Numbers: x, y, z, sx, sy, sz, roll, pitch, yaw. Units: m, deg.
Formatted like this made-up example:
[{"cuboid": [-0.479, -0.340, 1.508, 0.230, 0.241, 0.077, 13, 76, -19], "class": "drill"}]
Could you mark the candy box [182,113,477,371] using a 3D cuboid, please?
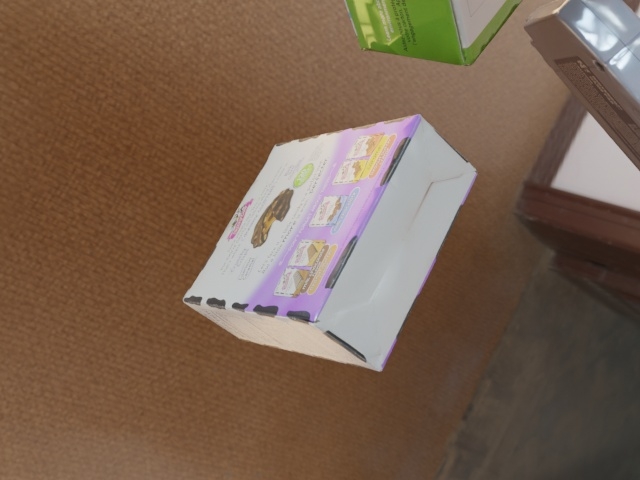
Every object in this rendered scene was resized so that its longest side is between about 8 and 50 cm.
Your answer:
[{"cuboid": [0.000, 0.000, 0.604, 0.070, 0.196, 0.165, 38, 70, -28], "class": "candy box"}]

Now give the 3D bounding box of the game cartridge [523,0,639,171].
[{"cuboid": [0.320, -0.118, 0.760, 0.060, 0.196, 0.294, -42, 97, 13], "class": "game cartridge"}]

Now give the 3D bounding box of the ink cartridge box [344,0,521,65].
[{"cuboid": [0.075, -0.271, 0.490, 0.189, 0.097, 0.255, -52, 139, -24], "class": "ink cartridge box"}]
